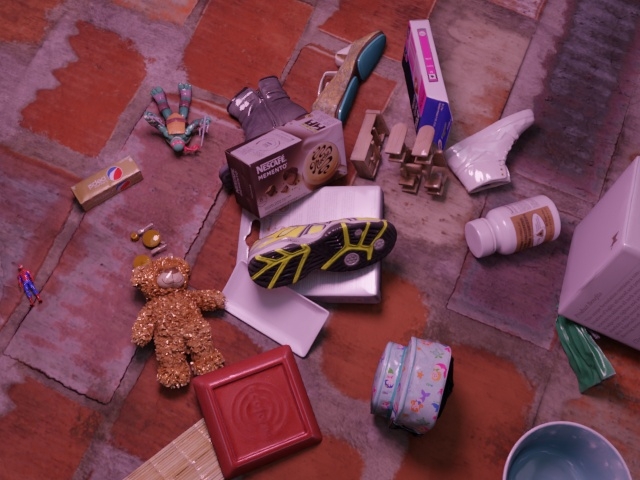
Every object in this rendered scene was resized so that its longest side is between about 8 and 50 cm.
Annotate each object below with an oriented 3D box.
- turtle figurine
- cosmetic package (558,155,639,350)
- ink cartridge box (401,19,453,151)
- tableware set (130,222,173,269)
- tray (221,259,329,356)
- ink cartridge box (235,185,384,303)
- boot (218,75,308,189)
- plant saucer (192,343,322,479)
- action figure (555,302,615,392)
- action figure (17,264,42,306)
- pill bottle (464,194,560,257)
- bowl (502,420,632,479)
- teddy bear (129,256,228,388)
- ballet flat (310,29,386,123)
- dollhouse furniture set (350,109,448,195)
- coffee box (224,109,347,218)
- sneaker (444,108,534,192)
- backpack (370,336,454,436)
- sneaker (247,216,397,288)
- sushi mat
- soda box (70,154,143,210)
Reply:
[{"bbox_3d":[-0.400,-0.328,1.938,0.175,0.118,0.234,-1,55,-20],"label":"turtle figurine"},{"bbox_3d":[0.870,0.067,1.756,0.394,0.329,0.327,25,54,4],"label":"cosmetic package"},{"bbox_3d":[0.294,-0.423,1.962,0.069,0.175,0.370,-6,61,-6],"label":"ink cartridge box"},{"bbox_3d":[-0.451,0.039,1.857,0.104,0.024,0.154,-32,77,-11],"label":"tableware set"},{"bbox_3d":[-0.121,0.171,1.808,0.270,0.030,0.145,31,106,6],"label":"tray"},{"bbox_3d":[-0.025,0.011,1.888,0.385,0.091,0.308,-1,71,13],"label":"ink cartridge box"},{"bbox_3d":[-0.194,-0.303,1.963,0.338,0.118,0.223,-37,71,-23],"label":"boot"},{"bbox_3d":[-0.149,0.414,1.707,0.259,0.048,0.258,-18,84,-15],"label":"plant saucer"},{"bbox_3d":[0.678,0.264,1.835,0.064,0.137,0.232,-4,61,-31],"label":"action figure"},{"bbox_3d":[-0.751,0.111,1.803,0.038,0.030,0.115,-28,73,-8],"label":"action figure"},{"bbox_3d":[0.518,-0.033,1.904,0.229,0.131,0.131,-17,73,-10],"label":"pill bottle"},{"bbox_3d":[0.561,0.598,1.672,0.312,0.163,0.311,2,70,-4],"label":"bowl"},{"bbox_3d":[-0.355,0.197,1.752,0.245,0.113,0.337,1,76,-7],"label":"teddy bear"},{"bbox_3d":[0.075,-0.487,2.040,0.123,0.123,0.348,26,71,4],"label":"ballet flat"},{"bbox_3d":[0.228,-0.254,1.919,0.242,0.212,0.161,9,68,25],"label":"dollhouse furniture set"},{"bbox_3d":[-0.085,-0.205,1.848,0.297,0.168,0.119,-28,41,-26],"label":"coffee box"},{"bbox_3d":[0.511,-0.243,1.997,0.293,0.108,0.169,-29,77,-4],"label":"sneaker"},{"bbox_3d":[0.224,0.345,1.683,0.191,0.253,0.225,17,71,1],"label":"backpack"},{"bbox_3d":[0.000,0.000,1.761,0.385,0.145,0.147,-10,32,-7],"label":"sneaker"},{"bbox_3d":[-0.312,0.544,1.693,0.317,0.019,0.151,-36,76,-16],"label":"sushi mat"},{"bbox_3d":[-0.573,-0.154,1.890,0.181,0.061,0.058,-33,77,-14],"label":"soda box"}]
